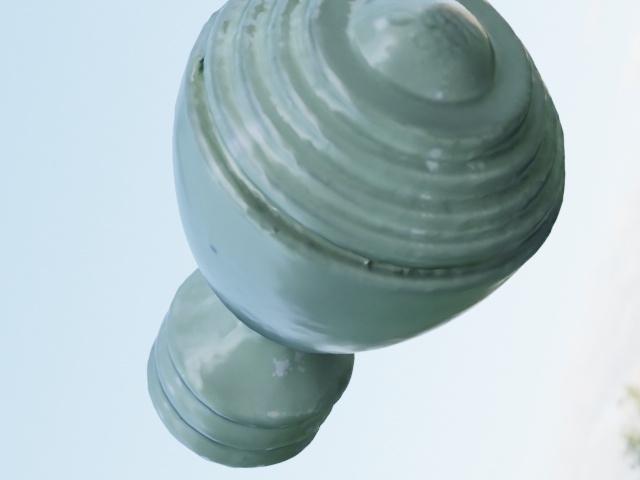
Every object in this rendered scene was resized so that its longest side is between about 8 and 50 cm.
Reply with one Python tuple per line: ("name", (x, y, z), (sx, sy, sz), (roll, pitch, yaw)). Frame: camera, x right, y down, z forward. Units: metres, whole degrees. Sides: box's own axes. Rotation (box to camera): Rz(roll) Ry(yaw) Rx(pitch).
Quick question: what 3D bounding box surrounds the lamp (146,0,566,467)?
("lamp", (0.000, 0.000, 0.480), (0.106, 0.106, 0.193), (-58, -4, -39))
